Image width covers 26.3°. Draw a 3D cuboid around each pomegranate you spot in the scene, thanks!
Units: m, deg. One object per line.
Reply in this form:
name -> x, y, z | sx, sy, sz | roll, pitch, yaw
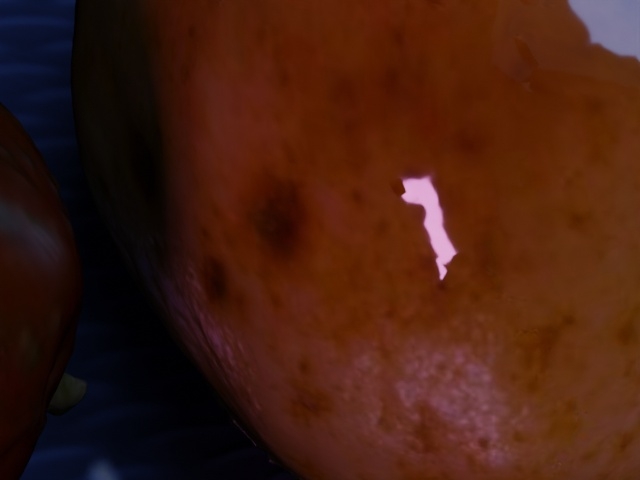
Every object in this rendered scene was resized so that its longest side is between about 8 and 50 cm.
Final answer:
pomegranate -> 0.086, -0.043, 0.583 | 0.410, 0.410, 0.410 | 14, 59, -24

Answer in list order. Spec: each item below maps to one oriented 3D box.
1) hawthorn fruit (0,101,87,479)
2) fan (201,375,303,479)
hawthorn fruit -> -0.207, 0.031, 0.426 | 0.300, 0.275, 0.275 | 16, 58, -34
fan -> 0.001, 0.000, 0.715 | 0.335, 0.011, 0.229 | 47, 52, -1
